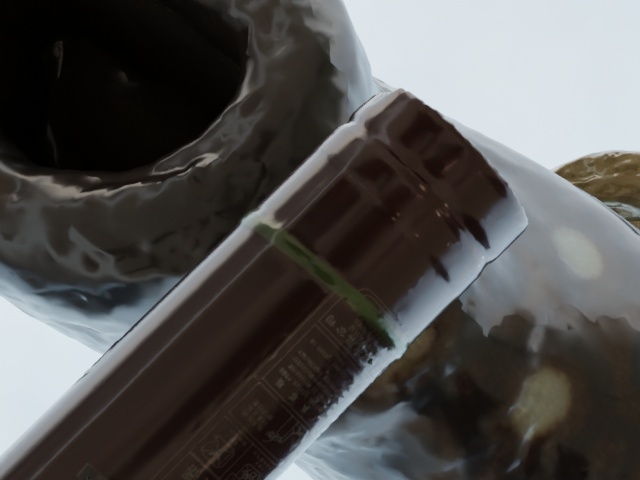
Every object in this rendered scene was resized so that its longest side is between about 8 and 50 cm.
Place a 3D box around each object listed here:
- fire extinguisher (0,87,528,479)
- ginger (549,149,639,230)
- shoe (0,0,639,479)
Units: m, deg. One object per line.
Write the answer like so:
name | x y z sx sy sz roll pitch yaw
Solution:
fire extinguisher | -0.026 0.040 0.335 0.157 0.078 0.045 -45 -114 -6
ginger | 0.193 0.002 0.855 0.149 0.258 0.065 2 -100 16
shoe | 0.000 0.000 0.624 0.384 0.237 0.171 34 -94 14
